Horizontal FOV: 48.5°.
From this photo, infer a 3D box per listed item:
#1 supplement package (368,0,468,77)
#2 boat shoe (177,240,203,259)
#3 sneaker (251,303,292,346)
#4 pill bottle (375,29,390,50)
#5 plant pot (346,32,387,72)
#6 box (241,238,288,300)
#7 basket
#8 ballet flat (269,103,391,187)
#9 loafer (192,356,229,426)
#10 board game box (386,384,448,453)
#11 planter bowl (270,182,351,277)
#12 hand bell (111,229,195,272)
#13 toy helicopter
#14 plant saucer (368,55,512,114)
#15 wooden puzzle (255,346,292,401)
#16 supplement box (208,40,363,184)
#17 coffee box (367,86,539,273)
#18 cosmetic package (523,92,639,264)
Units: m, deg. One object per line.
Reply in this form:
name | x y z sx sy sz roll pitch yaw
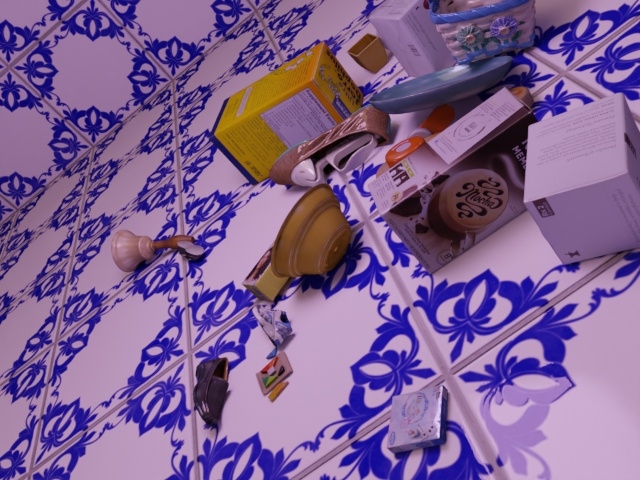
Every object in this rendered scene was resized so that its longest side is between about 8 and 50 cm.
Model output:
supplement package | 0.271 -0.539 1.747 0.203 0.194 0.149 -47 31 -6
boat shoe | -0.348 0.032 1.901 0.046 0.038 0.125 -11 18 -36
sneaker | -0.093 0.164 1.441 0.058 0.052 0.135 -34 34 -9
pill bottle | 0.229 -0.628 1.993 0.108 0.108 0.194 -14 41 39
plant pot | 0.139 -0.514 1.977 0.081 0.083 0.081 -42 30 1
box | -0.072 0.023 1.562 0.232 0.058 0.087 -53 21 -19
basket | 0.355 -0.548 1.545 0.254 0.289 0.201 -11 34 25
ballet flat | 0.025 -0.199 1.716 0.342 0.116 0.124 -27 53 17
loafer | -0.210 0.290 1.399 0.061 0.062 0.170 -31 33 10
board game box | 0.145 0.265 1.057 0.090 0.020 0.090 -21 37 32
planter bowl | 0.000 0.000 1.443 0.090 0.217 0.217 29 70 21
hand bell | -0.460 0.012 2.016 0.242 0.126 0.126 -10 42 26
toy helicopter | 0.268 -0.204 1.437 0.355 0.140 0.235 -33 21 -4
plant saucer | 0.261 -0.333 1.545 0.317 0.044 0.317 -16 16 5
wooden puzzle | -0.090 0.251 1.353 0.078 0.014 0.116 -44 30 -2
supplement box | -0.090 -0.335 1.910 0.356 0.194 0.195 -23 36 30
coffee box | 0.256 -0.102 1.244 0.297 0.168 0.119 -36 31 12
cosmetic package | 0.408 -0.090 1.070 0.151 0.151 0.184 -18 39 34
